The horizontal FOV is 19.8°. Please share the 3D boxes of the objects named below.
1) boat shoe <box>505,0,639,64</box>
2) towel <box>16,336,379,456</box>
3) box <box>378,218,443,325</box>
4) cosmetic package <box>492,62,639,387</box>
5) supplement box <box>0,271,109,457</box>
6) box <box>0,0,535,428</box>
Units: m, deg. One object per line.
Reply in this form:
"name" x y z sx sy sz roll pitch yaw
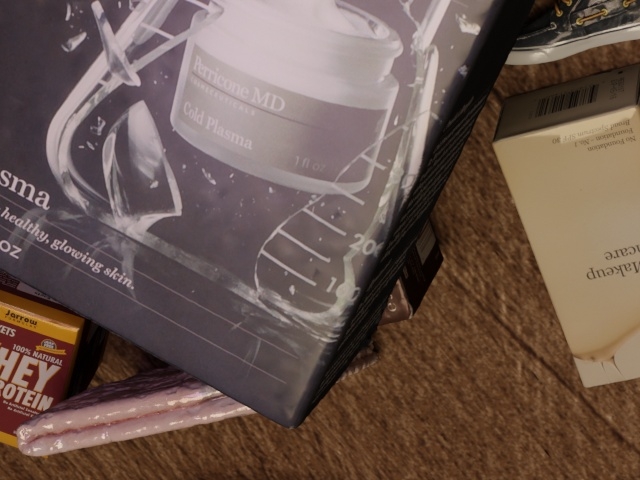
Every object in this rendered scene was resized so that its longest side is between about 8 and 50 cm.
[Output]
"boat shoe" 0.255 -0.235 1.824 0.183 0.065 0.083 -13 114 14
"towel" -0.127 0.161 2.008 0.317 0.332 0.053 -13 90 18
"box" 0.000 0.000 1.950 0.203 0.167 0.168 -15 107 21
"cosmetic package" 0.306 -0.013 1.912 0.160 0.113 0.309 -15 115 21
"supplement box" -0.321 0.102 2.085 0.129 0.194 0.191 19 123 2
"box" -0.098 -0.171 1.669 0.480 0.297 0.471 28 112 7
